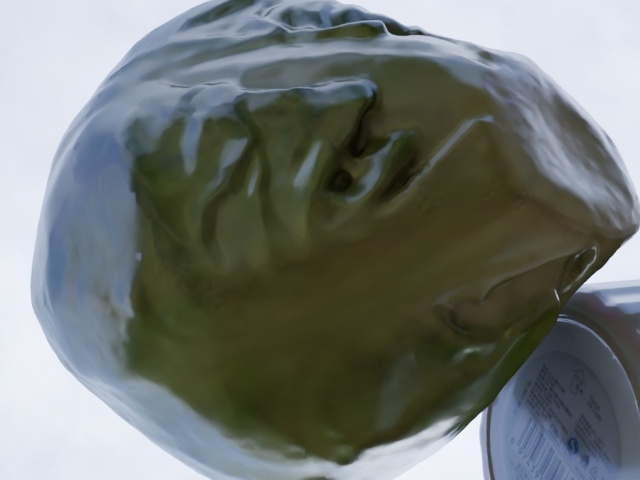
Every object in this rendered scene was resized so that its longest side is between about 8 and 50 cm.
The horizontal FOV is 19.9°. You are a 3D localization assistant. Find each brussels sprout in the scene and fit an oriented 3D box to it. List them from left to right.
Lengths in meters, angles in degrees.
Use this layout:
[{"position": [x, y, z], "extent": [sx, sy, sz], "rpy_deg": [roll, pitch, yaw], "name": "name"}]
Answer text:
[{"position": [0.000, 0.000, 0.815], "extent": [0.271, 0.219, 0.210], "rpy_deg": [-19, -53, 33], "name": "brussels sprout"}]

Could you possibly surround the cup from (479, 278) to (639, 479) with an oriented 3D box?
[{"position": [0.204, 0.073, 0.859], "extent": [0.202, 0.167, 0.221], "rpy_deg": [-1, -49, -30], "name": "cup"}]
